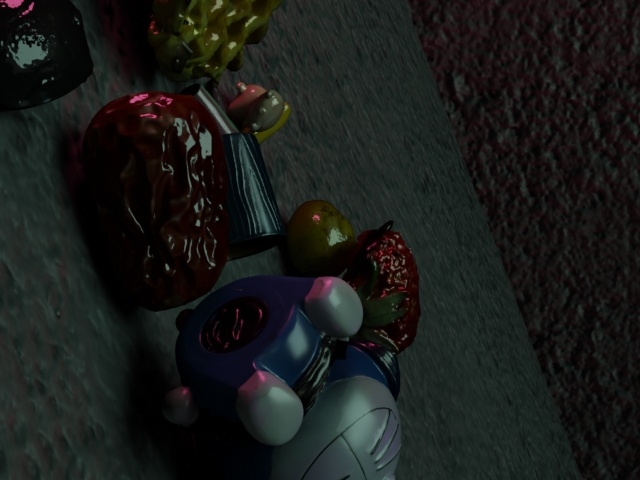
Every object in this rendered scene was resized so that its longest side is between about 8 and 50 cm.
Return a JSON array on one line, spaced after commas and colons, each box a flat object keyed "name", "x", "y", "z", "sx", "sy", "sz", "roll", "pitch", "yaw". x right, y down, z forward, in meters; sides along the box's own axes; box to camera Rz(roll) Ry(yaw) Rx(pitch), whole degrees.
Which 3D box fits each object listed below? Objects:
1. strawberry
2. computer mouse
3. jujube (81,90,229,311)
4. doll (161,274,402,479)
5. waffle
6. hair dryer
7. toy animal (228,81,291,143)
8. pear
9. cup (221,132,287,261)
[{"name": "strawberry", "x": 0.094, "y": 0.087, "z": 2.080, "sx": 0.306, "sy": 0.137, "sz": 0.233, "roll": -38, "pitch": 151, "yaw": -71}, {"name": "computer mouse", "x": -0.284, "y": -0.202, "z": 1.417, "sx": 0.217, "sy": 0.073, "sz": 0.122, "roll": -68, "pitch": 137, "yaw": -67}, {"name": "jujube", "x": -0.170, "y": -0.044, "z": 1.501, "sx": 0.155, "sy": 0.155, "sz": 0.230, "roll": -30, "pitch": 108, "yaw": -73}, {"name": "doll", "x": -0.033, "y": 0.191, "z": 1.533, "sx": 0.284, "sy": 0.240, "sz": 0.310, "roll": -45, "pitch": 131, "yaw": -20}, {"name": "waffle", "x": -0.098, "y": -0.372, "z": 1.781, "sx": 0.095, "sy": 0.380, "sz": 0.382, "roll": 31, "pitch": 4, "yaw": 6}, {"name": "hair dryer", "x": -0.150, "y": -0.180, "z": 1.903, "sx": 0.106, "sy": 0.054, "sz": 0.154, "roll": 59, "pitch": 11, "yaw": -25}, {"name": "toy animal", "x": -0.099, "y": -0.185, "z": 2.019, "sx": 0.082, "sy": 0.091, "sz": 0.114, "roll": 46, "pitch": 1, "yaw": 8}, {"name": "pear", "x": 0.000, "y": 0.000, "z": 2.083, "sx": 0.131, "sy": 0.107, "sz": 0.107, "roll": -81, "pitch": 150, "yaw": -42}, {"name": "cup", "x": -0.119, "y": -0.055, "z": 1.736, "sx": 0.150, "sy": 0.113, "sz": 0.138, "roll": 18, "pitch": 54, "yaw": -72}]
